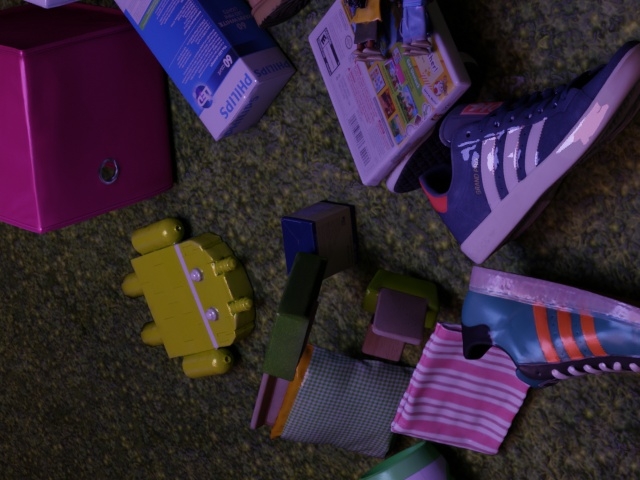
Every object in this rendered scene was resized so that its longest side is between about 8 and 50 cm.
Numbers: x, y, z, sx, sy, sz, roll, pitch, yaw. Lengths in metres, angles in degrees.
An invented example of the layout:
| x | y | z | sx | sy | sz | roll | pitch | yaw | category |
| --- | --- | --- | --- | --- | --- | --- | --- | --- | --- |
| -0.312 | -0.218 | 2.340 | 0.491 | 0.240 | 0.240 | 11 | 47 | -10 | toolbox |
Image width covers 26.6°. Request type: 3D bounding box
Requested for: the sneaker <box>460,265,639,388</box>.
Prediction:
| x | y | z | sx | sy | sz | roll | pitch | yaw | category |
| --- | --- | --- | --- | --- | --- | --- | --- | --- | --- |
| 0.290 | 0.114 | 1.499 | 0.302 | 0.108 | 0.121 | 14 | 92 | 39 | sneaker |

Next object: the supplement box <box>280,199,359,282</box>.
| x | y | z | sx | sy | sz | roll | pitch | yaw | category |
| --- | --- | --- | --- | --- | --- | --- | --- | --- | --- |
| 0.000 | 0.000 | 1.772 | 0.056 | 0.083 | 0.083 | 12 | 116 | 41 | supplement box |

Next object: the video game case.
| x | y | z | sx | sy | sz | roll | pitch | yaw | category |
| --- | --- | --- | --- | --- | --- | --- | --- | --- | --- |
| 0.076 | -0.213 | 1.592 | 0.206 | 0.026 | 0.227 | -47 | 53 | 45 | video game case |

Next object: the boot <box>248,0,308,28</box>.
| x | y | z | sx | sy | sz | roll | pitch | yaw | category |
| --- | --- | --- | --- | --- | --- | --- | --- | --- | --- |
| -0.073 | -0.423 | 1.650 | 0.236 | 0.089 | 0.269 | -30 | 85 | 46 | boot |

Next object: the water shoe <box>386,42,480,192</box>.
| x | y | z | sx | sy | sz | roll | pitch | yaw | category |
| --- | --- | --- | --- | --- | --- | --- | --- | --- | --- |
| 0.125 | -0.149 | 1.609 | 0.080 | 0.073 | 0.203 | 56 | 133 | 36 | water shoe |

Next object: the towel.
| x | y | z | sx | sy | sz | roll | pitch | yaw | category |
| --- | --- | --- | --- | --- | --- | --- | --- | --- | --- |
| 0.181 | 0.187 | 1.659 | 0.144 | 0.029 | 0.197 | 14 | 127 | -8 | towel |

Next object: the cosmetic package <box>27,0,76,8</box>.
| x | y | z | sx | sy | sz | roll | pitch | yaw | category |
| --- | --- | --- | --- | --- | --- | --- | --- | --- | --- |
| -0.373 | -0.439 | 1.883 | 0.151 | 0.151 | 0.183 | 23 | 123 | 37 | cosmetic package |

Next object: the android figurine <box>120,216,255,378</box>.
| x | y | z | sx | sy | sz | roll | pitch | yaw | category |
| --- | --- | --- | --- | --- | --- | --- | --- | --- | --- |
| -0.195 | 0.085 | 2.022 | 0.273 | 0.056 | 0.248 | -14 | 98 | 48 | android figurine |

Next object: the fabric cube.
| x | y | z | sx | sy | sz | roll | pitch | yaw | category |
| --- | --- | --- | --- | --- | --- | --- | --- | --- | --- |
| -0.388 | -0.188 | 1.940 | 0.259 | 0.254 | 0.258 | 16 | 117 | 39 | fabric cube |

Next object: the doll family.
| x | y | z | sx | sy | sz | roll | pitch | yaw | category |
| --- | --- | --- | --- | --- | --- | --- | --- | --- | --- |
| 0.081 | -0.263 | 1.503 | 0.193 | 0.076 | 0.111 | 3 | 89 | 50 | doll family |

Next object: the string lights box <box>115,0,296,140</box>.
| x | y | z | sx | sy | sz | roll | pitch | yaw | category |
| --- | --- | --- | --- | --- | --- | --- | --- | --- | --- |
| -0.160 | -0.278 | 1.805 | 0.259 | 0.077 | 0.133 | 54 | 136 | 11 | string lights box |

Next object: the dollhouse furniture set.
| x | y | z | sx | sy | sz | roll | pitch | yaw | category |
| --- | --- | --- | --- | --- | --- | --- | --- | --- | --- |
| 0.022 | 0.191 | 1.729 | 0.197 | 0.151 | 0.301 | 15 | 123 | 0 | dollhouse furniture set |

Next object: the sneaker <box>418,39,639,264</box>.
| x | y | z | sx | sy | sz | roll | pitch | yaw | category |
| --- | --- | --- | --- | --- | --- | --- | --- | --- | --- |
| 0.219 | -0.120 | 1.472 | 0.148 | 0.131 | 0.350 | 49 | 135 | 10 | sneaker |

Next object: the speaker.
| x | y | z | sx | sy | sz | roll | pitch | yaw | category |
| --- | --- | --- | --- | --- | --- | --- | --- | --- | --- |
| 0.167 | 0.417 | 1.771 | 0.131 | 0.131 | 0.296 | -34 | 84 | 46 | speaker |
